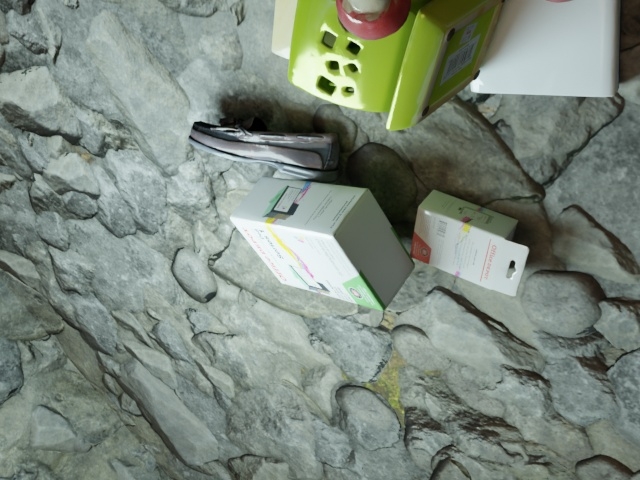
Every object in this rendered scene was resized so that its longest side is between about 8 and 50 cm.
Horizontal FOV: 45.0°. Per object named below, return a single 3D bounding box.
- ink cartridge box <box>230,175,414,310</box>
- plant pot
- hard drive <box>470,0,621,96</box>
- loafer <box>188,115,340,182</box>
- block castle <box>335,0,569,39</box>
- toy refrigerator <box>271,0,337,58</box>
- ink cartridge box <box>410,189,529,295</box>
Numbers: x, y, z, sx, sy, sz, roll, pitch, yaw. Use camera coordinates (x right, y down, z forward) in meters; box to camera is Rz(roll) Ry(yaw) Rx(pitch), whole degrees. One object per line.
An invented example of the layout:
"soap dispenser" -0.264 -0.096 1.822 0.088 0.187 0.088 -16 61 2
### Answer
"ink cartridge box" 0.000 0.000 1.394 0.278 0.117 0.201 11 146 45
"plant pot" 0.113 -0.298 1.063 0.207 0.228 0.227 36 142 19
"hard drive" 0.297 -0.355 1.050 0.210 0.040 0.318 9 126 31
"loafer" -0.101 -0.189 1.429 0.303 0.109 0.095 18 111 17
"block castle" 0.132 -0.468 0.819 0.303 0.213 0.453 -10 87 7
"toy refrigerator" -0.008 -0.414 1.181 0.094 0.102 0.269 25 133 18
"ink cartridge box" 0.262 0.005 1.322 0.198 0.067 0.115 23 132 22
